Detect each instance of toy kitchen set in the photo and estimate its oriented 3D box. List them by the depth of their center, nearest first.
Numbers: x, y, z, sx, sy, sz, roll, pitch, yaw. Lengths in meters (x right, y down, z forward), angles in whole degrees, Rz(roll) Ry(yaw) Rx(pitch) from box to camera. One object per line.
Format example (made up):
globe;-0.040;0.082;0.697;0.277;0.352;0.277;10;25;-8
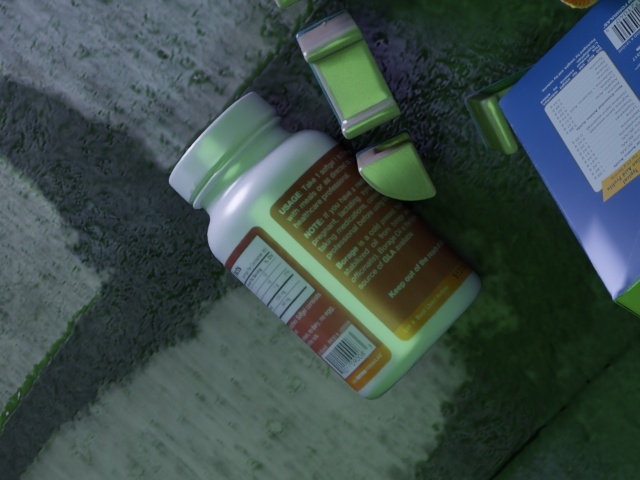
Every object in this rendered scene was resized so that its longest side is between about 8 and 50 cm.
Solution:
toy kitchen set;0.070;-0.151;1.081;0.166;0.122;0.207;-26;101;5

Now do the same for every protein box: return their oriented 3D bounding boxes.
protein box;0.245;-0.064;0.928;0.136;0.201;0.200;31;114;-34

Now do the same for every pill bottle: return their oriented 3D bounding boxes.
pill bottle;0.000;0.000;1.126;0.216;0.121;0.121;44;115;3

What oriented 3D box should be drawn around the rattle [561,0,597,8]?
rattle;0.143;-0.220;0.964;0.130;0.200;0.142;-10;102;22
